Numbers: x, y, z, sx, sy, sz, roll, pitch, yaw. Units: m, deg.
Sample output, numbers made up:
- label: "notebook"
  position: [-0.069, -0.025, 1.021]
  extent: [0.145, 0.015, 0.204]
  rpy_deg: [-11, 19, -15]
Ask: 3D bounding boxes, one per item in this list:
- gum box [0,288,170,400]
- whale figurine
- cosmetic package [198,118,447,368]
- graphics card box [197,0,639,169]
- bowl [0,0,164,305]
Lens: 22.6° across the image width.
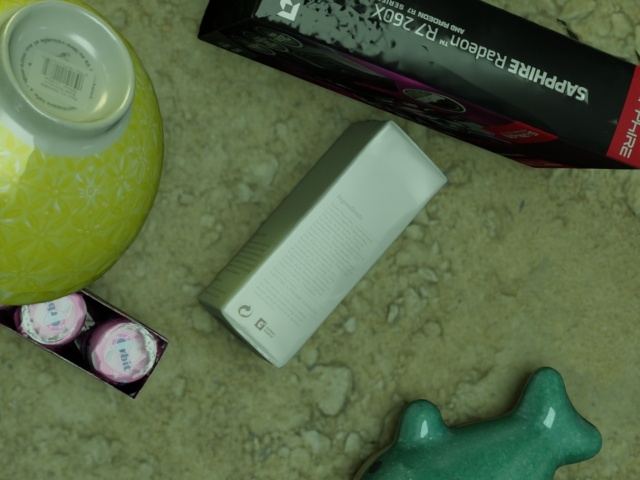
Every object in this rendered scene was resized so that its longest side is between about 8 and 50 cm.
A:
- label: "gum box"
  position: [-0.234, 0.061, 1.398]
  extent: [0.188, 0.107, 0.062]
  rpy_deg: [32, 84, -14]
- label: "whale figurine"
  position: [0.152, 0.238, 1.497]
  extent: [0.272, 0.141, 0.216]
  rpy_deg: [-36, 101, -11]
- label: "cosmetic package"
  position: [0.000, 0.000, 1.456]
  extent: [0.085, 0.117, 0.231]
  rpy_deg: [45, 83, -14]
- label: "graphics card box"
  position: [0.093, -0.161, 1.413]
  extent: [0.371, 0.233, 0.094]
  rpy_deg: [21, 88, -16]
- label: "bowl"
  position: [-0.235, -0.107, 1.299]
  extent: [0.289, 0.156, 0.289]
  rpy_deg: [17, 59, -30]
